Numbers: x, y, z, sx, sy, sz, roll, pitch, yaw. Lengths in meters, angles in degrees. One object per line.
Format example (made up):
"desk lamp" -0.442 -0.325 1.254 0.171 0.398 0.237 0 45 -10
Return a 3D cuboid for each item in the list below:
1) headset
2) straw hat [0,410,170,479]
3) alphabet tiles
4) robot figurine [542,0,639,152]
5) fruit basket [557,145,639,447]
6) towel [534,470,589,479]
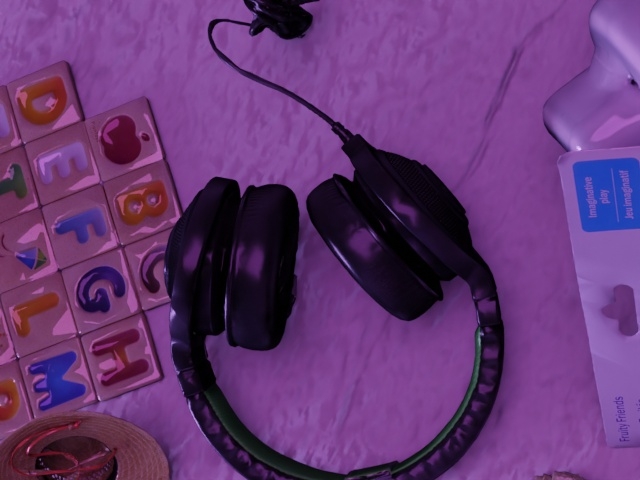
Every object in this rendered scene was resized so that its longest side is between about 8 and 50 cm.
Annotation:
"headset" 0.000 0.000 1.177 0.243 0.185 0.394 -13 93 8
"straw hat" -0.191 0.167 1.206 0.144 0.144 0.061 -34 35 7
"alphabet tiles" -0.273 0.019 1.288 0.342 0.011 0.285 -21 76 11
"robot figurine" 0.326 -0.144 1.057 0.353 0.200 0.300 -35 111 7
"fruit basket" 0.342 0.052 0.969 0.353 0.327 0.165 -7 49 11
"towel" 0.213 0.233 1.114 0.148 0.027 0.110 15 84 18
